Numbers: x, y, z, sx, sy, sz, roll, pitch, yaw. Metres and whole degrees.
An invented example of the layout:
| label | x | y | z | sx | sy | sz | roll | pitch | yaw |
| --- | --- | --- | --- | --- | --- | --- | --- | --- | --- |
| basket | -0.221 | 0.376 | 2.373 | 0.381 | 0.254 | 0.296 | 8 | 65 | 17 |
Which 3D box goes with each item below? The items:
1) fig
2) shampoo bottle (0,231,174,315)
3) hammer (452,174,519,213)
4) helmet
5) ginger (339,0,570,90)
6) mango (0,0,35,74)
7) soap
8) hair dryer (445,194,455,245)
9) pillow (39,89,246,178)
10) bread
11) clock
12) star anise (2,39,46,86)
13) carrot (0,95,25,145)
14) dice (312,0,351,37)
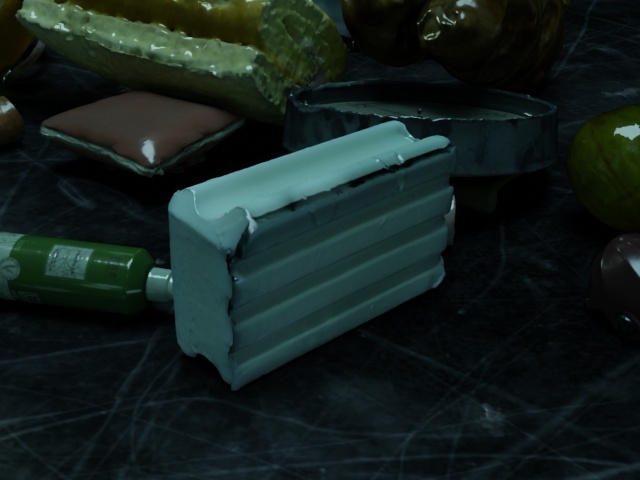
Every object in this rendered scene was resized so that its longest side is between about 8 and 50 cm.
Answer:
| label | x | y | z | sx | sy | sz | roll | pitch | yaw |
| --- | --- | --- | --- | --- | --- | --- | --- | --- | --- |
| fig | 0.334 | -0.032 | 1.016 | 0.124 | 0.124 | 0.236 | -12 | 52 | -22 |
| shampoo bottle | -0.205 | 0.033 | 0.908 | 0.205 | 0.065 | 0.065 | 7 | 28 | 11 |
| hammer | 0.203 | -0.073 | 1.169 | 0.060 | 0.028 | 0.195 | 11 | 25 | 33 |
| helmet | 0.287 | 0.037 | 0.896 | 0.098 | 0.070 | 0.123 | -15 | 30 | -29 |
| ginger | 0.176 | -0.293 | 1.346 | 0.254 | 0.176 | 0.418 | 26 | 22 | 27 |
| mango | -0.471 | -0.279 | 1.349 | 0.138 | 0.187 | 0.257 | 36 | 63 | 15 |
| soap | 0.000 | 0.000 | 0.875 | 0.261 | 0.150 | 0.094 | -23 | 38 | -39 |
| hair dryer | 0.040 | -0.053 | 1.106 | 0.195 | 0.053 | 0.220 | 3 | 20 | 3 |
| pillow | -0.202 | -0.121 | 1.189 | 0.179 | 0.075 | 0.171 | 18 | 32 | 30 |
| bread | -0.171 | -0.253 | 1.317 | 0.376 | 0.165 | 0.236 | 18 | -2 | 25 |
| clock | 0.112 | -0.130 | 1.165 | 0.313 | 0.061 | 0.312 | 3 | 16 | -1 |
| star anise | -0.543 | -0.342 | 1.580 | 0.316 | 0.139 | 0.359 | 4 | 43 | 5 |
| carrot | -0.447 | -0.108 | 1.189 | 0.224 | 0.057 | 0.057 | -27 | 38 | -37 |
| dice | 0.141 | -0.523 | 1.692 | 0.328 | 0.348 | 0.330 | 22 | 32 | 38 |
